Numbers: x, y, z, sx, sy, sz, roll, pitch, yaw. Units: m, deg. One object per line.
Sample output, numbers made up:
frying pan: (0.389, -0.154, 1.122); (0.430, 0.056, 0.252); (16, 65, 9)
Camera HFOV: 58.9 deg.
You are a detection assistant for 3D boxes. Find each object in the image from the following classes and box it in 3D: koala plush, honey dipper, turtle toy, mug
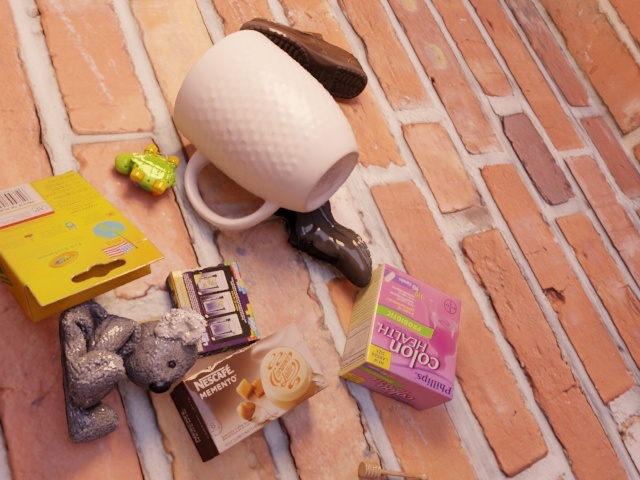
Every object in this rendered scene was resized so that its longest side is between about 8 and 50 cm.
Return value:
koala plush: (-0.304, 0.186, 0.935); (0.221, 0.196, 0.203); (-5, 46, -28)
honey dipper: (0.150, 0.468, 1.135); (0.161, 0.030, 0.030); (19, 56, -24)
turtle toy: (-0.356, -0.143, 1.161); (0.130, 0.066, 0.095); (27, 54, -13)
mug: (-0.126, -0.190, 1.188); (0.328, 0.276, 0.374); (42, 91, 13)

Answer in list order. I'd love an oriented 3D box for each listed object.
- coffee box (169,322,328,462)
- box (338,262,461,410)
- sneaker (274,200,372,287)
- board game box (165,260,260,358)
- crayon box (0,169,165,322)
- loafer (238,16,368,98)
coffee box: (-0.127, 0.272, 1.038); (0.246, 0.098, 0.141); (-22, 76, -37)
box: (0.179, 0.210, 1.237); (0.213, 0.117, 0.243); (27, 54, -15)
sneaker: (0.000, 0.000, 1.275); (0.130, 0.109, 0.286); (-30, 72, -31)
board game box: (-0.209, 0.134, 1.102); (0.141, 0.048, 0.170); (-9, 69, -31)
crayon box: (-0.425, 0.009, 0.936); (0.202, 0.081, 0.318); (-25, 46, -37)
loafer: (-0.049, -0.489, 1.508); (0.366, 0.134, 0.130); (18, 46, -26)
